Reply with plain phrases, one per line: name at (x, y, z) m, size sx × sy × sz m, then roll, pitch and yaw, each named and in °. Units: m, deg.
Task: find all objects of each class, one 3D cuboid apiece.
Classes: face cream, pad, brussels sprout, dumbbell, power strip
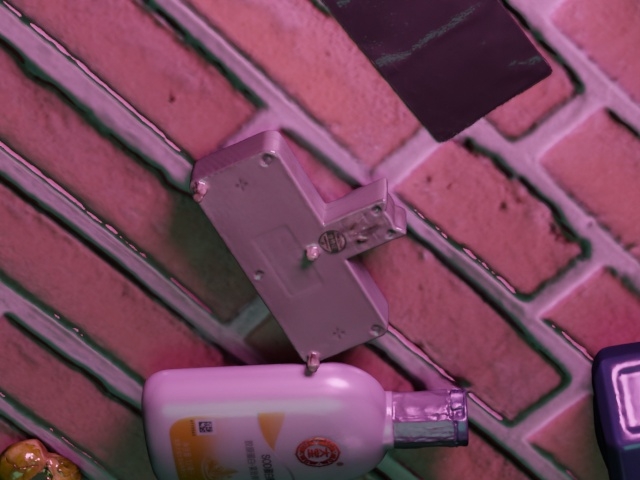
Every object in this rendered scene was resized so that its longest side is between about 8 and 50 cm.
face cream at (-0.012, 0.168, 1.619) m, size 0.291 × 0.071 × 0.144 m, roll -2°, pitch 133°, yaw 2°
pad at (0.089, -0.173, 1.436) m, size 0.116 × 0.004 × 0.193 m, roll -31°, pitch 119°, yaw 20°
brussels sprout at (-0.263, 0.215, 1.676) m, size 0.083 × 0.046 × 0.051 m, roll 11°, pitch 119°, yaw -18°
dumbbell at (0.401, 0.142, 1.557) m, size 0.325 × 0.144 × 0.160 m, roll -12°, pitch 121°, yaw 7°
power strip at (0.000, 0.000, 1.516) m, size 0.145 × 0.061 × 0.215 m, roll -24°, pitch 121°, yaw 17°
